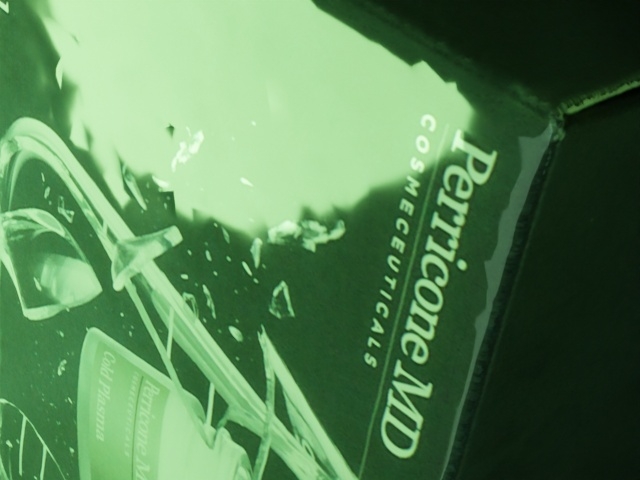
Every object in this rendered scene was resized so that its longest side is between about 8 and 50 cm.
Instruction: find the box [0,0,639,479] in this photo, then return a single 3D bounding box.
[{"bbox_3d":[0.000,0.000,0.818,0.472,0.297,0.479,36,130,35],"label":"box"}]
